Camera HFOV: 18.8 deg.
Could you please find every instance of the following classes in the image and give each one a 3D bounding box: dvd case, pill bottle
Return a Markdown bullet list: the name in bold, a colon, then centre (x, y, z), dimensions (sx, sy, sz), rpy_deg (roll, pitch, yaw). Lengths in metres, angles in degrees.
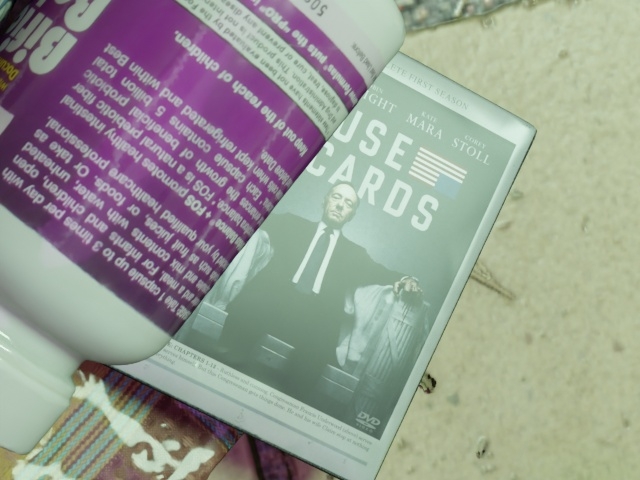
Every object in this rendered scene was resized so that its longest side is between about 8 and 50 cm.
- **dvd case**: centre (0.000, 0.000, 1.118), dimensions (0.179, 0.029, 0.238), rpy_deg (27, 83, -14)
- **pill bottle**: centre (-0.108, -0.044, 1.003), dimensions (0.169, 0.169, 0.301), rpy_deg (39, 86, -14)

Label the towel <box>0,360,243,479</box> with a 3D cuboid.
- **towel**: centre (-0.236, 0.063, 1.067), dimensions (0.370, 0.040, 0.271), rpy_deg (44, 73, -13)

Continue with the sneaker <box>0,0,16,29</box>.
- **sneaker**: centre (-0.280, -0.065, 0.979), dimensions (0.129, 0.111, 0.297), rpy_deg (39, 81, -5)
